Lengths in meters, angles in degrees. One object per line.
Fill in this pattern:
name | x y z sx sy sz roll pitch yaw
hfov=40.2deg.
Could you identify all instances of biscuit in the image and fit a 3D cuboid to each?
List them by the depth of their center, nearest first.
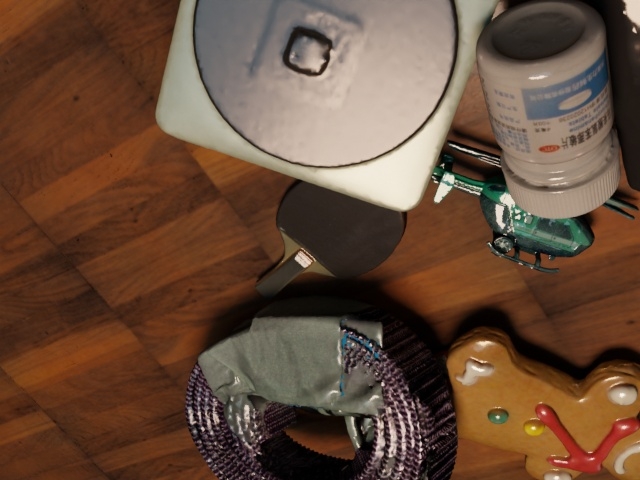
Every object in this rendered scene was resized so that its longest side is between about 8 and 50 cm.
biscuit | 0.280 0.209 0.987 0.339 0.047 0.216 22 133 -6

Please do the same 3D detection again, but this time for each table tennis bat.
table tennis bat | 0.000 0.000 0.963 0.130 0.019 0.220 41 125 -12

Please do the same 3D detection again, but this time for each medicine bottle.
medicine bottle | 0.195 -0.109 0.737 0.105 0.105 0.168 -5 138 21

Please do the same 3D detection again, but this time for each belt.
belt | -0.006 0.197 1.005 0.324 0.122 0.260 -1 100 33

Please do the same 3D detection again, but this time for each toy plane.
toy plane | 0.183 -0.039 0.851 0.235 0.060 0.096 20 121 -1

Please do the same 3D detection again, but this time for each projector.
projector | 0.007 -0.182 0.770 0.257 0.079 0.259 18 117 -1

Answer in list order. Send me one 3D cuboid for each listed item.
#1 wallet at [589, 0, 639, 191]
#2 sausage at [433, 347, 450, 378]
wallet | 0.315 -0.226 0.671 0.228 0.062 0.406 -11 122 24
sausage | 0.111 0.160 1.034 0.253 0.034 0.034 -29 112 31
